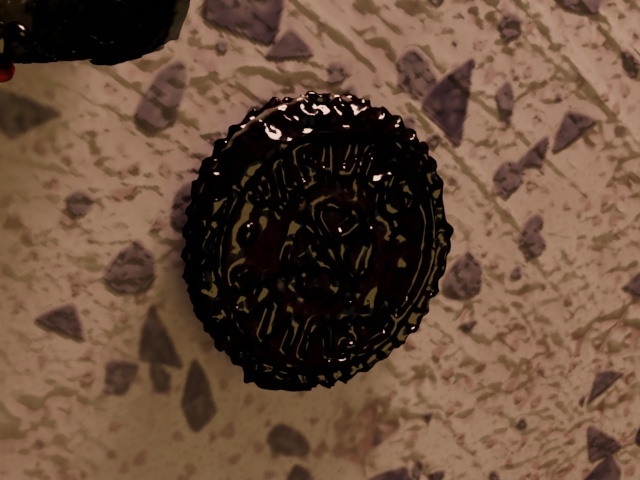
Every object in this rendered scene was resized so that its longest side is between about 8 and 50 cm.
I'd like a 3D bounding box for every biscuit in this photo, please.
[{"bbox_3d":[0.000,0.000,0.767,0.194,0.053,0.195,-8,106,-29],"label":"biscuit"}]

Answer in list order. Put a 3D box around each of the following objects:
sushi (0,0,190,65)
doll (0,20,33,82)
[{"bbox_3d":[-0.125,-0.188,0.592,0.115,0.147,0.213,-9,111,-30],"label":"sushi"},{"bbox_3d":[-0.205,-0.073,0.565,0.088,0.127,0.249,1,129,-43],"label":"doll"}]
